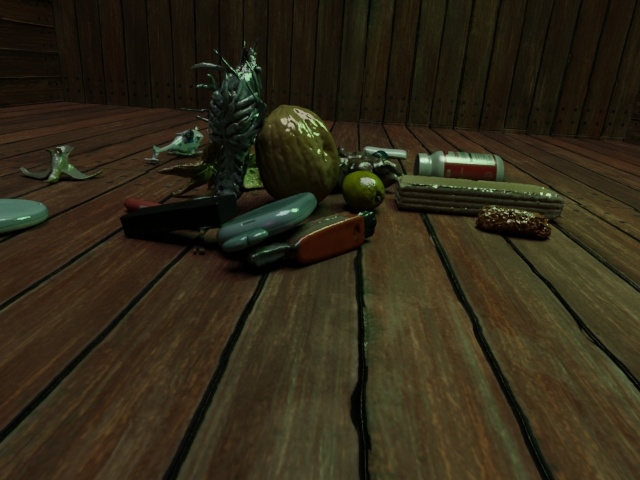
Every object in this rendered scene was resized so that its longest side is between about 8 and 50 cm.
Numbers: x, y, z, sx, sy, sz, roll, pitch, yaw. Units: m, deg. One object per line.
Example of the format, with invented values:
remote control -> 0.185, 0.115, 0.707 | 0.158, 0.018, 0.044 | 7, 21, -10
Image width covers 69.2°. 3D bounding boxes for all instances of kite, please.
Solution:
kite -> -0.246, -0.019, 0.970 | 0.198, 0.006, 0.244 | -2, 21, -17

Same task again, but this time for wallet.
wallet -> 0.279, -0.381, 2.014 | 0.190, 0.033, 0.095 | 7, 19, 8

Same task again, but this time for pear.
pear -> 0.111, -0.127, 1.198 | 0.107, 0.107, 0.131 | -10, 36, -32

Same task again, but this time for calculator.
calculator -> -0.694, -0.041, 0.898 | 0.184, 0.042, 0.295 | 21, 25, 40
calculator -> -0.102, -0.042, 0.904 | 0.186, 0.041, 0.299 | -15, 13, 18

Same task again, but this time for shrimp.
shrimp -> -0.210, -0.261, 1.067 | 0.222, 0.410, 0.166 | 13, 16, 31

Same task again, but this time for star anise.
star anise -> 0.097, -0.222, 1.438 | 0.316, 0.108, 0.315 | 6, 27, -3

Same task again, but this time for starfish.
starfish -> -0.300, -0.201, 1.215 | 0.062, 0.235, 0.277 | 41, 50, 7

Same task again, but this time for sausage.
sausage -> -0.349, -0.066, 1.027 | 0.253, 0.034, 0.034 | 12, 21, 27

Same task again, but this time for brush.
brush -> 0.000, 0.000, 0.880 | 0.323, 0.070, 0.051 | -18, 29, -39

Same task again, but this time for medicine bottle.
medicine bottle -> 0.417, -0.205, 1.416 | 0.250, 0.131, 0.131 | 5, 20, 1

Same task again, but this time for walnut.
walnut -> -0.058, -0.209, 1.162 | 0.225, 0.260, 0.225 | -15, 16, 4

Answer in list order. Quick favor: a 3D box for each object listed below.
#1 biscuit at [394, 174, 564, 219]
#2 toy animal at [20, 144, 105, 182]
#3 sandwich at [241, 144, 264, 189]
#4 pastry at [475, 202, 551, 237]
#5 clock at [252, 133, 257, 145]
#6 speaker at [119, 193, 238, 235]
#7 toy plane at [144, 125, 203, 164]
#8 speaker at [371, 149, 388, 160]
biscuit -> 0.418, -0.119, 1.259 | 0.427, 0.078, 0.144 | 6, 19, 3
toy animal -> -0.735, -0.210, 1.279 | 0.219, 0.095, 0.155 | 0, 16, -6
sandwich -> -0.193, -0.226, 1.400 | 0.186, 0.108, 0.220 | 16, 21, 30
pastry -> 0.458, -0.049, 1.096 | 0.170, 0.063, 0.087 | 8, 18, 15
clock -> -0.158, -0.331, 1.651 | 0.243, 0.146, 0.200 | -23, 28, -37
speaker -> -0.277, -0.048, 0.914 | 0.218, 0.044, 0.082 | -6, 16, 17
toy plane -> -0.523, -0.345, 1.674 | 0.182, 0.107, 0.273 | 15, 27, 41
speaker -> 0.209, -0.305, 1.780 | 0.095, 0.060, 0.075 | -26, 5, 30
